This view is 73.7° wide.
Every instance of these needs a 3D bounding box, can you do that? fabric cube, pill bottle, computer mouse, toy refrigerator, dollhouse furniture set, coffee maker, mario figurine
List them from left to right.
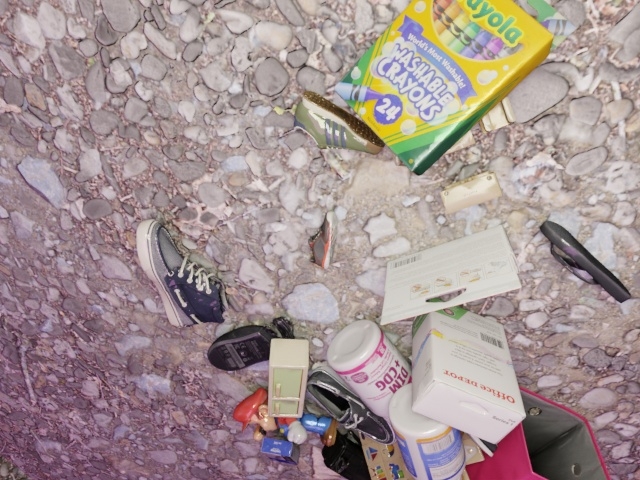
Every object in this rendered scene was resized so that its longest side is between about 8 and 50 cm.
[{"bbox_3d":[-0.191,0.302,1.236,0.273,0.072,0.188,-14,119,8],"label":"computer mouse"},{"bbox_3d":[-0.118,0.585,1.326,0.321,0.170,0.197,14,121,2],"label":"mario figurine"},{"bbox_3d":[-0.092,0.393,1.191,0.103,0.094,0.269,4,131,-5],"label":"toy refrigerator"},{"bbox_3d":[0.107,0.715,1.352,0.178,0.171,0.120,37,105,-12],"label":"coffee maker"},{"bbox_3d":[0.159,0.358,1.129,0.161,0.160,0.283,-29,112,26],"label":"pill bottle"},{"bbox_3d":[0.266,0.488,1.034,0.153,0.152,0.271,-10,119,18],"label":"pill bottle"},{"bbox_3d":[0.255,-0.187,0.820,0.212,0.161,0.241,-19,92,22],"label":"dollhouse furniture set"},{"bbox_3d":[0.548,0.591,1.126,0.254,0.259,0.258,26,125,-5],"label":"fabric cube"}]

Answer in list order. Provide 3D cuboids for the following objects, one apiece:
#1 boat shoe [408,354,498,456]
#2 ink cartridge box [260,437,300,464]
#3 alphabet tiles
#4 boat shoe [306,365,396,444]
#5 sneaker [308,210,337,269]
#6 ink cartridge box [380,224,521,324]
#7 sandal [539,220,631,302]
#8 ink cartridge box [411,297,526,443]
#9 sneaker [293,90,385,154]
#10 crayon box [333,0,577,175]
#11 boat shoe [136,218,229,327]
[{"bbox_3d":[0.352,0.394,1.081,0.091,0.114,0.302,-37,81,-4],"label":"boat shoe"},{"bbox_3d":[-0.129,0.705,1.425,0.098,0.046,0.207,5,147,10],"label":"ink cartridge box"},{"bbox_3d":[0.264,0.562,1.195,0.343,0.284,0.011,-32,150,27],"label":"alphabet tiles"},{"bbox_3d":[0.086,0.483,1.210,0.301,0.102,0.108,40,113,7],"label":"boat shoe"},{"bbox_3d":[0.000,0.000,1.012,0.065,0.061,0.157,15,122,11],"label":"sneaker"},{"bbox_3d":[0.268,0.085,0.893,0.276,0.238,0.060,-21,114,23],"label":"ink cartridge box"},{"bbox_3d":[0.549,0.056,0.896,0.255,0.097,0.054,39,121,-12],"label":"sandal"},{"bbox_3d":[0.322,0.284,0.978,0.202,0.278,0.117,22,122,-1],"label":"ink cartridge box"},{"bbox_3d":[0.030,-0.218,0.874,0.192,0.064,0.086,32,130,-7],"label":"sneaker"},{"bbox_3d":[0.206,-0.291,0.689,0.323,0.083,0.203,-44,76,17],"label":"crayon box"},{"bbox_3d":[-0.344,0.087,1.116,0.158,0.127,0.340,-3,128,7],"label":"boat shoe"}]
